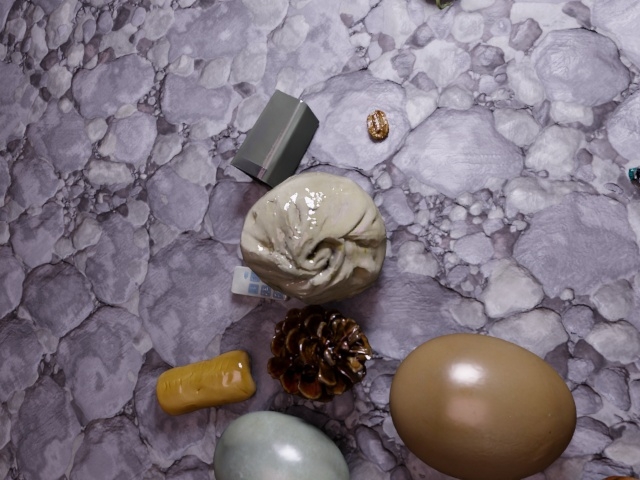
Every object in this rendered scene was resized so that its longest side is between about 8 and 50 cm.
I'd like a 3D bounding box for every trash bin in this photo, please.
[{"bbox_3d":[-0.118,-0.271,1.274,0.122,0.164,0.240,30,89,18],"label":"trash bin"}]

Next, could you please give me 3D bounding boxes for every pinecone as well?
[{"bbox_3d":[0.001,0.278,1.115,0.244,0.309,0.243,4,78,-22],"label":"pinecone"}]

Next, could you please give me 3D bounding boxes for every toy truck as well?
[{"bbox_3d":[0.757,-0.159,1.041,0.084,0.044,0.039,-11,102,16],"label":"toy truck"}]

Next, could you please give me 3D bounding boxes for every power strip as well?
[{"bbox_3d":[-0.167,0.122,1.303,0.192,0.035,0.081,6,85,17],"label":"power strip"}]

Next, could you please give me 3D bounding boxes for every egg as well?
[{"bbox_3d":[0.337,0.352,0.976,0.375,0.301,0.300,6,85,7],"label":"egg"},{"bbox_3d":[-0.096,0.559,1.110,0.353,0.258,0.258,12,87,24],"label":"egg"}]

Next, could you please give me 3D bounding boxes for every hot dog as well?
[{"bbox_3d":[0.158,-0.321,1.255,0.058,0.035,0.083,-17,78,19],"label":"hot dog"}]

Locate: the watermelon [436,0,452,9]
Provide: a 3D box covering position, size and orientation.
[{"bbox_3d":[0.319,-0.711,1.200,0.141,0.141,0.187,2,88,18],"label":"watermelon"}]

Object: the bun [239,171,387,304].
[{"bbox_3d":[0.000,0.000,1.085,0.362,0.234,0.325,23,95,-18],"label":"bun"}]

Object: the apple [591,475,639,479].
[{"bbox_3d":[0.616,0.577,0.921,0.188,0.188,0.173,-22,67,14],"label":"apple"}]

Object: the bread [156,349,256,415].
[{"bbox_3d":[-0.330,0.409,1.292,0.306,0.091,0.141,-19,73,14],"label":"bread"}]
